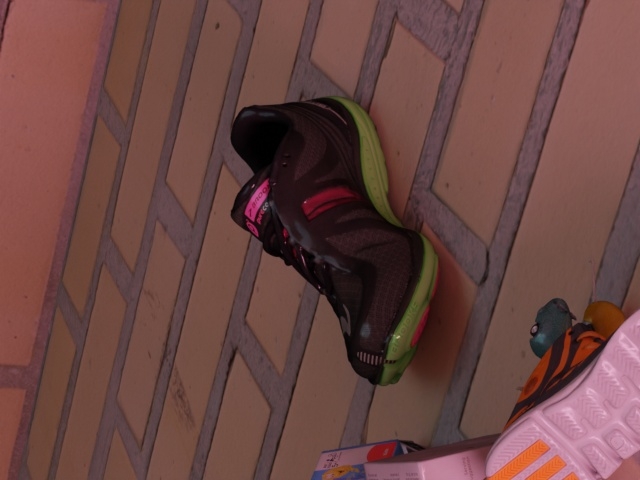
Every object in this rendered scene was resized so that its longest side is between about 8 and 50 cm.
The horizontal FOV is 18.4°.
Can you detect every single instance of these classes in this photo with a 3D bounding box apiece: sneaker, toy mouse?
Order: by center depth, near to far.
[{"bbox_3d":[0.273,0.103,1.722,0.321,0.124,0.180,-35,11,19],"label":"sneaker"},{"bbox_3d":[0.240,0.111,1.845,0.031,0.143,0.161,-13,97,53],"label":"toy mouse"},{"bbox_3d":[0.000,0.000,2.343,0.483,0.202,0.185,-114,36,-50],"label":"sneaker"}]

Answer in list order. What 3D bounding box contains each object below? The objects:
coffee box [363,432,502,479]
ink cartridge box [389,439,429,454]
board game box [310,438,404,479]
[{"bbox_3d":[0.161,0.336,1.844,0.119,0.168,0.297,-15,84,62],"label":"coffee box"},{"bbox_3d":[0.122,0.340,2.183,0.208,0.045,0.206,-167,83,-66],"label":"ink cartridge box"},{"bbox_3d":[0.053,0.404,1.928,0.308,0.086,0.302,-64,-41,-60],"label":"board game box"}]
